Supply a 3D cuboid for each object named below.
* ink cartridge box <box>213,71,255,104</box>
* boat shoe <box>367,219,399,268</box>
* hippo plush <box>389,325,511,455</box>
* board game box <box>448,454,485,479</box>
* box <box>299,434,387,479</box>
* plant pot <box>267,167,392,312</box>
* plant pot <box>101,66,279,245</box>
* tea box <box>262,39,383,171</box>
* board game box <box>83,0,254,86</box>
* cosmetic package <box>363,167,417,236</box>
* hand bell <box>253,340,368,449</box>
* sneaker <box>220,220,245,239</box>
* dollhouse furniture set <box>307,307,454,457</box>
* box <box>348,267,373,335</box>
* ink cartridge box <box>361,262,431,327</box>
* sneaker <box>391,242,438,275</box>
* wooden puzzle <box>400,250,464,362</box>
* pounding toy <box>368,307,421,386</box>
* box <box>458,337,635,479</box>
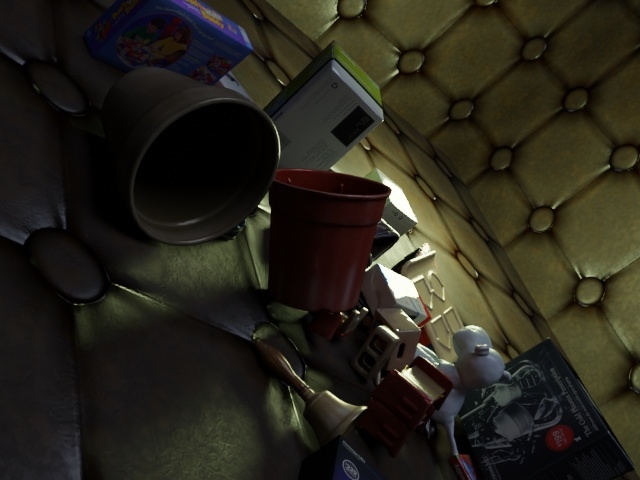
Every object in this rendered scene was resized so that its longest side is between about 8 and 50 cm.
[{"bbox_3d":[-0.301,-0.437,2.166,0.275,0.060,0.239,54,20,9],"label":"ink cartridge box"},{"bbox_3d":[0.095,0.033,1.945,0.092,0.103,0.285,27,44,32],"label":"boat shoe"},{"bbox_3d":[0.326,0.319,1.905,0.234,0.236,0.294,39,23,-28],"label":"hippo plush"},{"bbox_3d":[0.415,0.647,1.829,0.145,0.027,0.281,22,34,-54],"label":"board game box"},{"bbox_3d":[0.078,0.493,1.301,0.261,0.103,0.184,46,18,-12],"label":"box"},{"bbox_3d":[0.000,0.000,1.644,0.272,0.265,0.272,8,15,-2],"label":"plant pot"},{"bbox_3d":[-0.286,-0.197,1.500,0.323,0.323,0.280,23,18,-51],"label":"plant pot"},{"bbox_3d":[-0.004,-0.380,2.294,0.220,0.329,0.323,43,21,-18],"label":"tea box"},{"bbox_3d":[-0.363,-0.486,1.867,0.347,0.233,0.078,18,43,-56],"label":"board game box"},{"bbox_3d":[0.191,-0.102,2.469,0.151,0.151,0.184,34,25,-38],"label":"cosmetic package"},{"bbox_3d":[-0.040,0.283,1.456,0.242,0.126,0.126,42,18,16],"label":"hand bell"},{"bbox_3d":[-0.217,-0.038,1.654,0.053,0.059,0.144,59,23,15],"label":"sneaker"},{"bbox_3d":[0.095,0.278,1.692,0.374,0.152,0.201,39,17,21],"label":"dollhouse furniture set"},{"bbox_3d":[0.141,0.172,2.040,0.175,0.051,0.220,52,21,3],"label":"box"},{"bbox_3d":[0.206,0.160,2.009,0.231,0.078,0.134,26,32,-49],"label":"ink cartridge box"},{"bbox_3d":[0.332,0.098,2.473,0.136,0.116,0.314,55,22,3],"label":"sneaker"},{"bbox_3d":[0.331,0.218,2.259,0.322,0.080,0.348,-13,83,-66],"label":"wooden puzzle"},{"bbox_3d":[0.165,0.257,1.842,0.100,0.141,0.130,1,25,-26],"label":"pounding toy"},{"bbox_3d":[0.546,0.479,1.919,0.179,0.312,0.343,48,14,-31],"label":"box"}]
